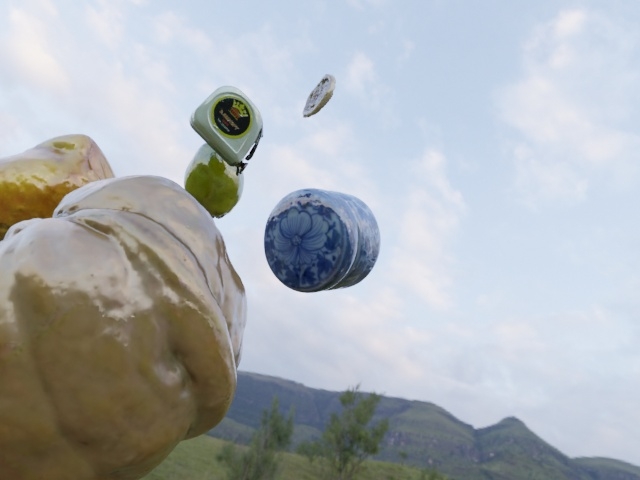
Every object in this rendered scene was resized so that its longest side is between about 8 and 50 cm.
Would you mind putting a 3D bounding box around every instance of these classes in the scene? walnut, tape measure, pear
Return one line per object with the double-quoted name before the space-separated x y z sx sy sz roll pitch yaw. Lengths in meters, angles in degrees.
"walnut" -0.210 0.092 0.466 0.284 0.296 0.286 14 -56 22
"tape measure" -0.275 -0.360 1.530 0.235 0.207 0.115 46 -23 -19
"pear" -0.374 -0.211 1.705 0.212 0.270 0.212 -2 3 0

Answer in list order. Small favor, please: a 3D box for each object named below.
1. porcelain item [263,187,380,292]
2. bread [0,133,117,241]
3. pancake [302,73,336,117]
"porcelain item" 0.000 0.000 0.690 0.147 0.147 0.114 -8 -5 34
"bread" -0.602 -0.041 1.041 0.360 0.250 0.394 -20 -18 -18
"pancake" -0.005 -0.391 1.306 0.022 0.140 0.139 27 -33 -27
